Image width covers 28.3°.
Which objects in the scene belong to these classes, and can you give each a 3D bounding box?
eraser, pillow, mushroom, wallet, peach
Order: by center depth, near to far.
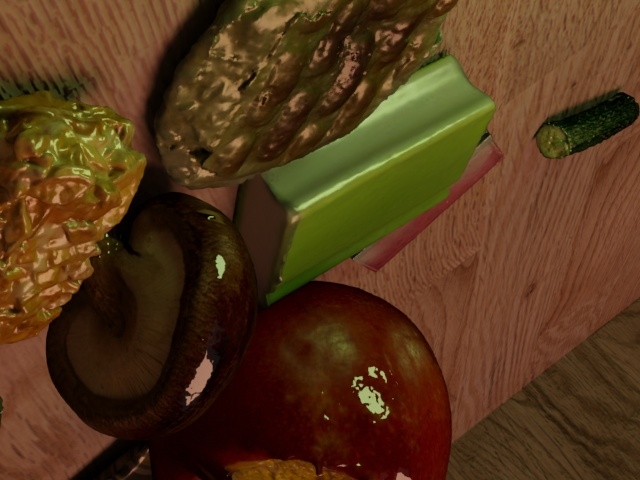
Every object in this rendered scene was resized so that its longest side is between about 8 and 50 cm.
[{"bbox_3d":[-0.139,0.071,1.128,0.231,0.194,0.138,-37,164,29],"label":"mushroom"},{"bbox_3d":[0.037,-0.058,1.321,0.274,0.092,0.210,-31,161,-26],"label":"eraser"},{"bbox_3d":[-0.027,0.204,1.448,0.335,0.310,0.406,4,153,-6],"label":"peach"},{"bbox_3d":[0.137,-0.048,1.627,0.232,0.025,0.119,-42,161,7],"label":"wallet"},{"bbox_3d":[-0.265,0.331,1.699,0.212,0.052,0.208,-39,164,7],"label":"pillow"}]

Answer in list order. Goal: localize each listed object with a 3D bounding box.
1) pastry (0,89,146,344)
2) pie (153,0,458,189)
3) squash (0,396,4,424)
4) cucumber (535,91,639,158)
[{"bbox_3d":[-0.235,0.003,0.927,0.154,0.102,0.250,-10,146,-54],"label":"pastry"},{"bbox_3d":[-0.005,-0.155,1.053,0.306,0.071,0.306,-35,160,-15],"label":"pie"},{"bbox_3d":[-0.359,0.189,1.117,0.123,0.123,0.186,-21,157,-43],"label":"squash"},{"bbox_3d":[0.378,-0.159,1.775,0.187,0.058,0.058,-24,156,-38],"label":"cucumber"}]
